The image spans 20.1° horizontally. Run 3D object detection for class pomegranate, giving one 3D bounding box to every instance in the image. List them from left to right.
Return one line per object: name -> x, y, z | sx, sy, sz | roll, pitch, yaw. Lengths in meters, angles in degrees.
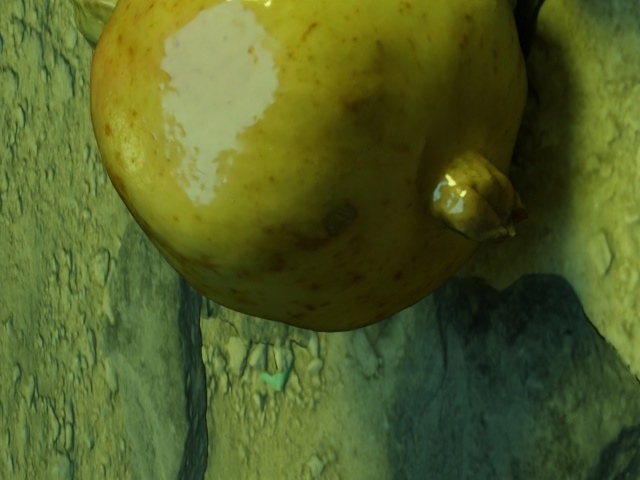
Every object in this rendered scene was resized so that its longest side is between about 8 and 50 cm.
pomegranate -> 0.010, -0.092, 1.308 | 0.342, 0.342, 0.342 | 5, 95, 60

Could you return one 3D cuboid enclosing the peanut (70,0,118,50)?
peanut -> -0.149, -0.213, 1.718 | 0.140, 0.153, 0.325 | -66, 28, 13
